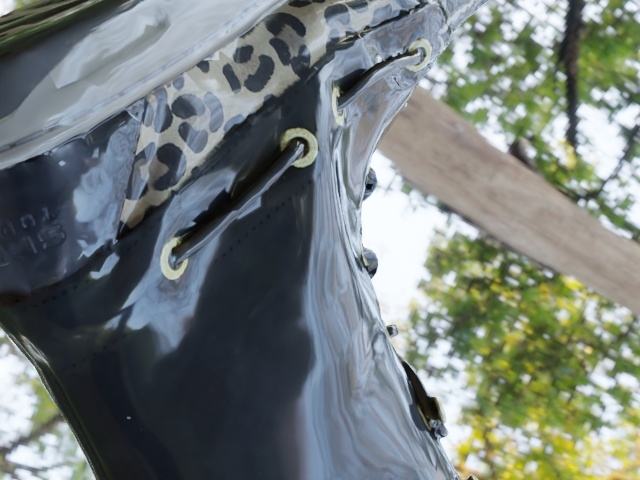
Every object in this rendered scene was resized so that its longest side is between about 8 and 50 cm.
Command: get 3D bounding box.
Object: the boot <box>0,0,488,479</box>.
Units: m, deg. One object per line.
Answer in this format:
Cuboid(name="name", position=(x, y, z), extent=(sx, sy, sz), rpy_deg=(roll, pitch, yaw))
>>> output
Cuboid(name="boot", position=(0.000, 0.000, 0.628), extent=(0.138, 0.377, 0.284), rpy_deg=(-7, -73, 36))
